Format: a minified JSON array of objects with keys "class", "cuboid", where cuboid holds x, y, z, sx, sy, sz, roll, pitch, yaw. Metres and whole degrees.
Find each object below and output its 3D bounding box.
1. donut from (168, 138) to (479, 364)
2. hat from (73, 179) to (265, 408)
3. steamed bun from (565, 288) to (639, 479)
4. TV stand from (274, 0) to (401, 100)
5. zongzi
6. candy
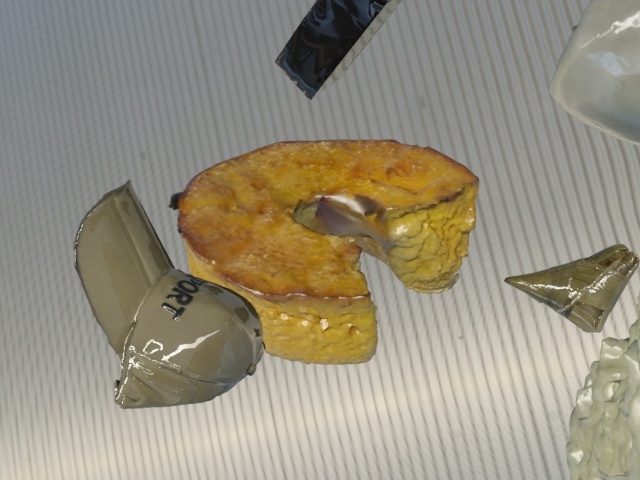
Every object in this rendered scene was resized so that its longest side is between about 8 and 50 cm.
[{"class":"donut","cuboid":[0.000,0.000,1.235,0.378,0.435,0.163,26,131,31]},{"class":"hat","cuboid":[-0.109,0.037,0.645,0.085,0.147,0.175,-12,111,18]},{"class":"steamed bun","cuboid":[0.227,0.132,0.392,0.274,0.272,0.290,-5,106,-5]},{"class":"TV stand","cuboid":[0.031,-0.317,1.253,0.088,0.083,0.269,48,148,0]},{"class":"zongzi","cuboid":[0.420,0.048,1.425,0.176,0.078,0.160,32,83,6]},{"class":"candy","cuboid":[0.611,-0.270,1.492,0.427,0.386,0.186,17,76,-8]}]
